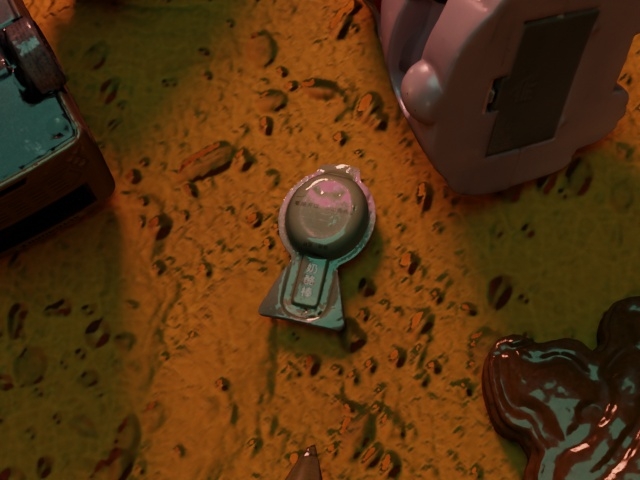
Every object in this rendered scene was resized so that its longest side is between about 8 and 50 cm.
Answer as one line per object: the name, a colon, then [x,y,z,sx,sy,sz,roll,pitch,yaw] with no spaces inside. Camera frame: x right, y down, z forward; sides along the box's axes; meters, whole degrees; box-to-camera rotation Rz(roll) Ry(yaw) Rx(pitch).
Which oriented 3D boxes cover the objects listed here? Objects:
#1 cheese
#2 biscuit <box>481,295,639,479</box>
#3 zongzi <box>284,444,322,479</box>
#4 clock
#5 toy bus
cheese: [0.000,0.000,0.738,0.067,0.026,0.121,11,68,11]
biscuit: [0.227,0.137,0.645,0.290,0.041,0.208,27,71,16]
zongzi: [-0.078,0.229,0.610,0.204,0.094,0.204,-13,61,1]
clock: [0.094,-0.179,0.747,0.188,0.189,0.254,-24,51,-5]
toy bus: [-0.259,-0.137,0.748,0.139,0.157,0.290,-30,74,-5]
